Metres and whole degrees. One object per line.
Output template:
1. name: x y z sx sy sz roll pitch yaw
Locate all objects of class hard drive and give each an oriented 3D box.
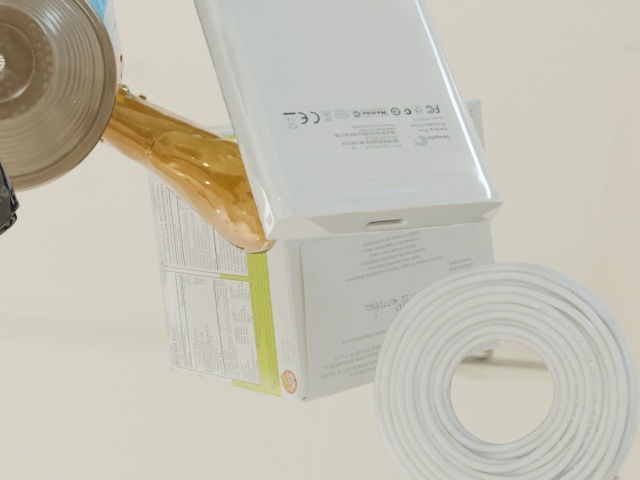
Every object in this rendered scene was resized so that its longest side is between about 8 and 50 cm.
1. hard drive: 0.014 -0.164 1.621 0.047 0.233 0.353 117 141 -53

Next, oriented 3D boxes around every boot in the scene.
1. boot: -0.156 -0.086 1.848 0.104 0.211 0.295 -61 23 4

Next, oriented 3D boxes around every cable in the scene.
1. cable: 0.173 0.147 1.591 0.089 0.257 0.257 15 -97 -77

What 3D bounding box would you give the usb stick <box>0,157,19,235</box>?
1. usb stick: -0.310 -0.124 1.307 0.045 0.077 0.278 0 119 36

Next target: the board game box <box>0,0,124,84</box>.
1. board game box: -0.403 -0.254 2.010 0.242 0.316 0.064 96 179 -70

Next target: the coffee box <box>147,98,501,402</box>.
1. coffee box: 0.000 0.000 2.251 0.334 0.337 0.338 4 103 55

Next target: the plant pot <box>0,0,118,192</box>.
1. plant pot: -0.322 -0.170 1.674 0.110 0.237 0.237 139 136 -83
